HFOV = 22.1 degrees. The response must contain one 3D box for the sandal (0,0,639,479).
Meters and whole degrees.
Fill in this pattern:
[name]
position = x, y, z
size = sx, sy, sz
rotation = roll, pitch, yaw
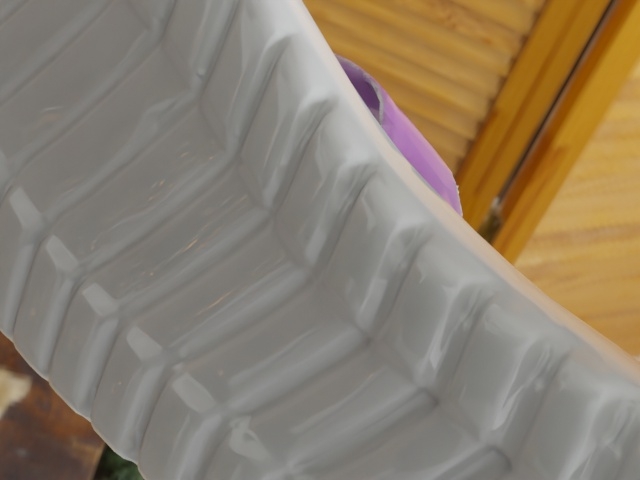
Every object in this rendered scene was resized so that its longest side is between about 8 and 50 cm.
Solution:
[sandal]
position = -0.009, 0.011, 0.549
size = 0.416, 0.169, 0.102
rotation = 50, 27, 21
